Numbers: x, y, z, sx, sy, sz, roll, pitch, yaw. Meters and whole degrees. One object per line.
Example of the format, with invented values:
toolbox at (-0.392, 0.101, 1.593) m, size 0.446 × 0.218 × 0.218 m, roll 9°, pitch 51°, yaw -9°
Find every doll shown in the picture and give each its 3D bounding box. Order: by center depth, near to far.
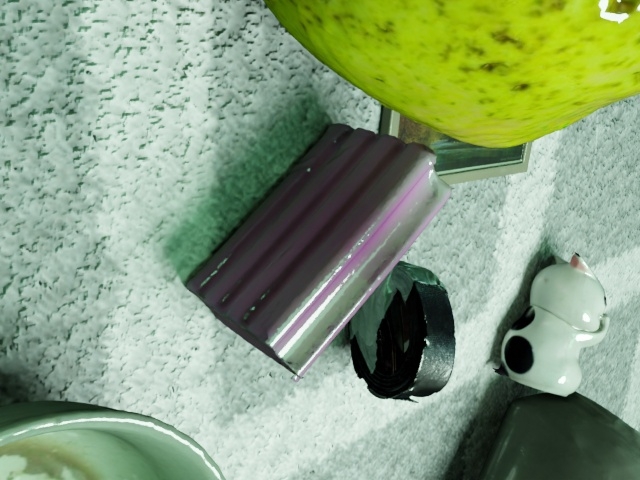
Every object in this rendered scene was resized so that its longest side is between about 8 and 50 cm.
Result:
doll at (0.309, 0.113, 0.921) m, size 0.106 × 0.110 × 0.181 m, roll 28°, pitch 89°, yaw -6°

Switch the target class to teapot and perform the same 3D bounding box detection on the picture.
teapot at (0.301, 0.404, 0.881) m, size 0.305 × 0.376 × 0.362 m, roll 41°, pitch 84°, yaw -1°

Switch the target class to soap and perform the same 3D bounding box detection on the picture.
soap at (0.000, 0.000, 0.574) m, size 0.203 × 0.122 × 0.065 m, roll -48°, pitch 133°, yaw -15°

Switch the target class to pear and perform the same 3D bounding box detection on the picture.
pear at (0.127, -0.239, 0.431) m, size 0.390 × 0.391 × 0.392 m, roll -19°, pitch 120°, yaw -37°

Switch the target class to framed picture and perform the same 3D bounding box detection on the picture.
framed picture at (0.156, -0.147, 0.730) m, size 0.249 × 0.016 × 0.184 m, roll -11°, pitch 115°, yaw -40°

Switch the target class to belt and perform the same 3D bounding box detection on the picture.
belt at (0.080, 0.089, 0.694) m, size 0.058 × 0.105 × 0.140 m, roll 8°, pitch 76°, yaw -40°

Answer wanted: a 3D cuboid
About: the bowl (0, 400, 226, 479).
bowl at (-0.206, 0.224, 0.453) m, size 0.289 × 0.146 × 0.290 m, roll -13°, pitch 110°, yaw -41°
